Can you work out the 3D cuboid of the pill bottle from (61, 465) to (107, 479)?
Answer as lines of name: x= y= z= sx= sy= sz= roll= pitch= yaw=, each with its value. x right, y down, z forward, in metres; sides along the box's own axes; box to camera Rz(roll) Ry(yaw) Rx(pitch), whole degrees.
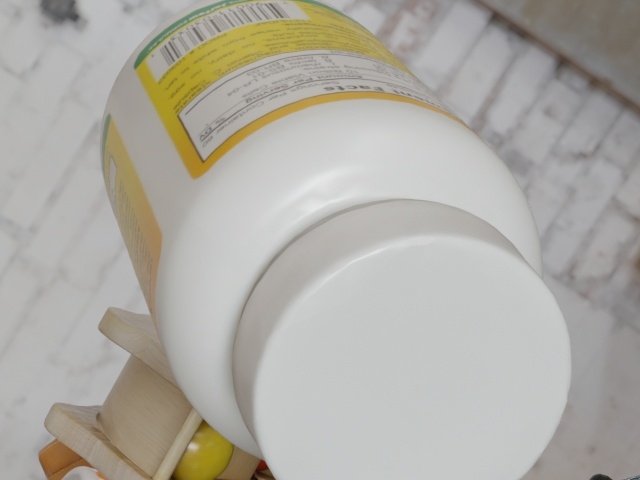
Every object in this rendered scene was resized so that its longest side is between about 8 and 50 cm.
pill bottle: x=-0.140 y=0.241 z=1.323 sx=0.086 sy=0.152 sz=0.086 roll=-42 pitch=36 yaw=41

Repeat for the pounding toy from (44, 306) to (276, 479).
pounding toy: x=-0.066 y=0.146 z=0.993 sx=0.154 sy=0.154 sz=0.269 roll=-61 pitch=-18 yaw=2

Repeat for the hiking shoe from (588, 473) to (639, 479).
hiking shoe: x=0.193 y=0.158 z=0.860 sx=0.113 sy=0.132 sz=0.304 roll=-14 pitch=-39 yaw=-50

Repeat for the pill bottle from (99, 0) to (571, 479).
pill bottle: x=0.000 y=0.000 z=0.517 sx=0.117 sy=0.118 sz=0.208 roll=-56 pitch=24 yaw=10

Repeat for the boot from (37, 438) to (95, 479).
boot: x=-0.224 y=0.282 z=1.577 sx=0.283 sy=0.220 sz=0.109 roll=-30 pitch=-30 yaw=-15
